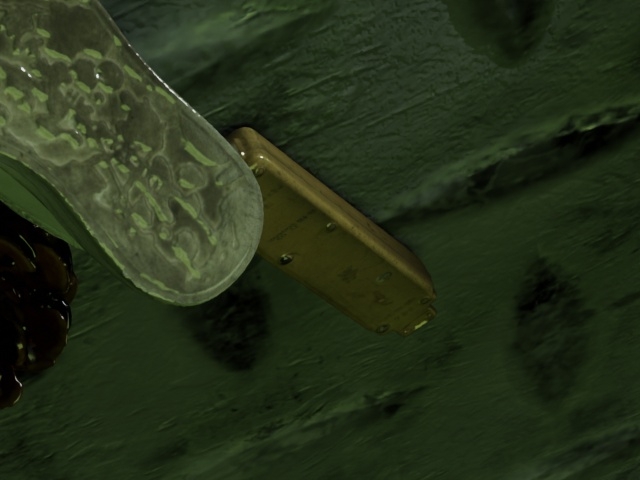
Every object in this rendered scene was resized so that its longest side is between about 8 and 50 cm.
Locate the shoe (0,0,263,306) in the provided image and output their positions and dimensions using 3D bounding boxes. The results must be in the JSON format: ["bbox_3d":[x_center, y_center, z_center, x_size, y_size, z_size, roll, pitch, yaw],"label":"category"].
[{"bbox_3d":[-0.176,-0.087,1.115,0.316,0.159,0.124,45,79,-22],"label":"shoe"}]

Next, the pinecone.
[{"bbox_3d":[-0.229,0.038,1.185,0.174,0.173,0.173,-17,144,-13],"label":"pinecone"}]

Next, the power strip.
[{"bbox_3d":[0.000,0.000,1.392,0.064,0.044,0.305,-37,142,14],"label":"power strip"}]
